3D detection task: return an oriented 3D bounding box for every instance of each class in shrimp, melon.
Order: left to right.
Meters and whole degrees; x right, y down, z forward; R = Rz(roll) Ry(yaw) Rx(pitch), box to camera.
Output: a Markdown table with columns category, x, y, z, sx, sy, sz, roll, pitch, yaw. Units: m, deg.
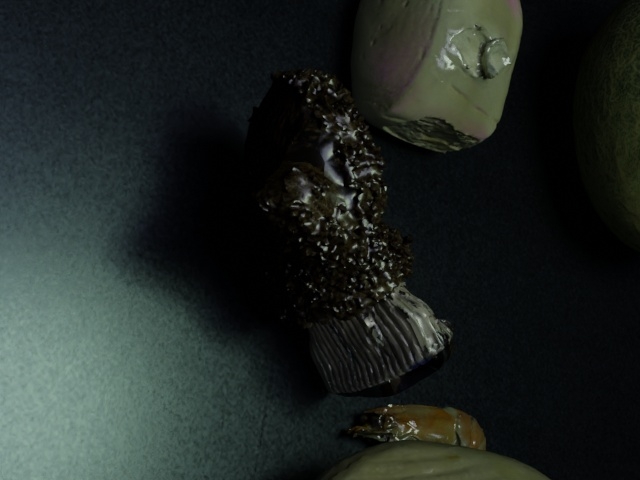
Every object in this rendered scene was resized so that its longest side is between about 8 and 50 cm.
| category | x | y | z | sx | sy | sz | roll | pitch | yaw |
| --- | --- | --- | --- | --- | --- | --- | --- | --- | --- |
| shrimp | 0.098 | 0.212 | 1.289 | 0.180 | 0.041 | 0.099 | 18 | 83 | -34 |
| melon | 0.417 | -0.140 | 1.481 | 0.248 | 0.248 | 0.329 | 13 | 78 | -34 |

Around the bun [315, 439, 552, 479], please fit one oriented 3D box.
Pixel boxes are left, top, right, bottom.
| category | x | y | z | sx | sy | sz | roll | pitch | yaw |
| --- | --- | --- | --- | --- | --- | --- | --- | --- | --- |
| bun | 0.117 | 0.352 | 1.124 | 0.326 | 0.234 | 0.362 | -32 | 66 | -9 |

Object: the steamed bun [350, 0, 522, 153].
| category | x | y | z | sx | sy | sz | roll | pitch | yaw |
| --- | --- | --- | --- | --- | --- | --- | --- | --- | --- |
| steamed bun | 0.137 | -0.220 | 1.347 | 0.170 | 0.152 | 0.238 | 23 | 68 | -32 |

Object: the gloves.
| category | x | y | z | sx | sy | sz | roll | pitch | yaw |
| --- | --- | --- | --- | --- | --- | --- | --- | --- | --- |
| gloves | 0.007 | -0.003 | 1.162 | 0.135 | 0.210 | 0.312 | -26 | 94 | -15 |
